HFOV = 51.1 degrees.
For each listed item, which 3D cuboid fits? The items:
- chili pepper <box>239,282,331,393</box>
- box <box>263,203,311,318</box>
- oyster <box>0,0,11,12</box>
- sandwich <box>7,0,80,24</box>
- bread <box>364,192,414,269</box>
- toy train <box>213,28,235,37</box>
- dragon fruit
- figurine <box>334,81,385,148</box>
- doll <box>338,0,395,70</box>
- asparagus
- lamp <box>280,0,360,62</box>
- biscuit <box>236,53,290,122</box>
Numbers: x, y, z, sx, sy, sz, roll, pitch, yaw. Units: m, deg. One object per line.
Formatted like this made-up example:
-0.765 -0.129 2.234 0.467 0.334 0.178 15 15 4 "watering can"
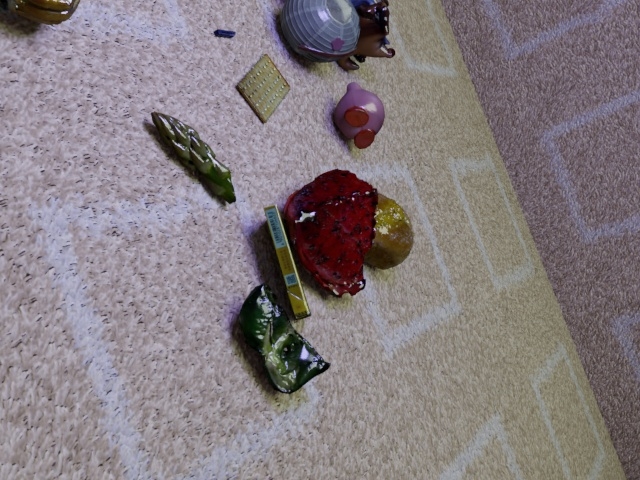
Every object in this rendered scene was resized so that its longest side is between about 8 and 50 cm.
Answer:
-0.107 0.222 1.539 0.148 0.116 0.264 -39 109 -27 "chili pepper"
-0.080 0.057 1.653 0.153 0.041 0.278 93 -19 -81 "box"
-0.607 -0.487 1.308 0.100 0.037 0.098 -34 86 -40 "oyster"
-0.585 -0.544 1.259 0.273 0.095 0.248 13 61 -35 "sandwich"
0.187 -0.036 2.035 0.246 0.176 0.195 31 50 -43 "bread"
-0.261 -0.573 1.856 0.083 0.017 0.017 -18 89 -57 "toy train"
-0.006 -0.004 1.822 0.286 0.228 0.329 -25 128 -28 "dragon fruit"
0.127 -0.412 2.179 0.173 0.173 0.173 32 47 -42 "figurine"
0.170 -0.763 2.368 0.209 0.318 0.339 10 53 -18 "doll"
-0.286 -0.199 1.553 0.287 0.080 0.080 44 40 -31 "asparagus"
0.000 -0.674 2.104 0.265 0.233 0.233 -1 71 -31 "lamp"
-0.160 -0.442 1.924 0.139 0.016 0.231 52 36 -23 "biscuit"
